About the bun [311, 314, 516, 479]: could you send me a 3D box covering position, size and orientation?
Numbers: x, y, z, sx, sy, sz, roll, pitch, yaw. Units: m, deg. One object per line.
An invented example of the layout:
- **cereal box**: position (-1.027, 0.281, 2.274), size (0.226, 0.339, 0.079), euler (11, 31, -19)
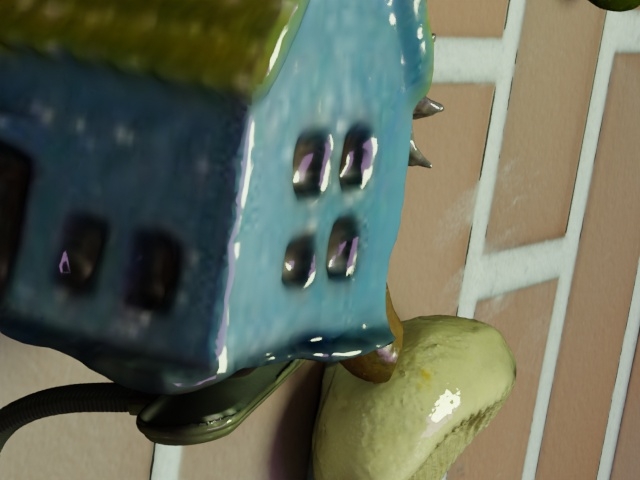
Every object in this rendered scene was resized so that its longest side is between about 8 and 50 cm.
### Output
- **bun**: position (0.066, 0.140, 1.382), size (0.222, 0.127, 0.222), euler (-46, 167, -13)

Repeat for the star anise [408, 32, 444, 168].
- **star anise**: position (0.018, -0.124, 1.195), size (0.180, 0.061, 0.205), euler (3, 72, -53)

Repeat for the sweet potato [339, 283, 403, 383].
- **sweet potato**: position (0.000, 0.000, 1.257), size (0.077, 0.077, 0.244), euler (-44, 120, -40)

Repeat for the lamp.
- **lamp**: position (-0.127, 0.143, 0.985), size (0.283, 0.124, 0.203), euler (-54, 164, 25)

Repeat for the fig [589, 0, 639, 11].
- **fig**: position (0.267, -0.296, 1.520), size (0.117, 0.117, 0.177), euler (-59, 135, -24)

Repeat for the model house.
- **model house**: position (-0.072, -0.089, 0.933), size (0.215, 0.237, 0.303), euler (-2, 106, -57)
